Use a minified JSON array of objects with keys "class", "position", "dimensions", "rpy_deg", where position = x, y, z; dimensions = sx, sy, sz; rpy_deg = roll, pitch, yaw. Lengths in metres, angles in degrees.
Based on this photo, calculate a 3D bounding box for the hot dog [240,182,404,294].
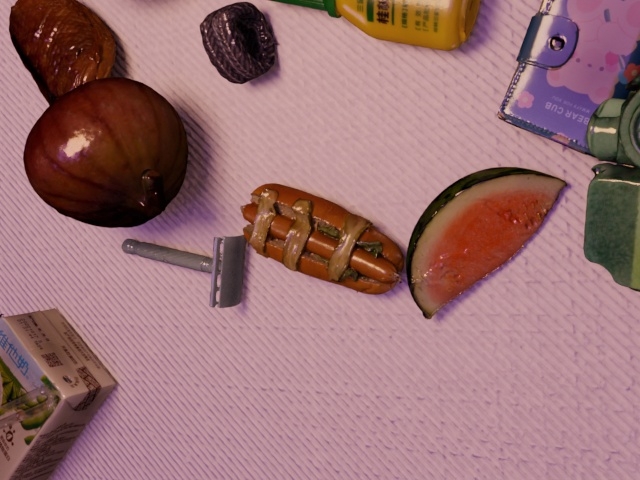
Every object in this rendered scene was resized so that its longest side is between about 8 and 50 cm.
[{"class":"hot dog","position":[0.000,0.000,0.997],"dimensions":[0.269,0.072,0.109],"rpy_deg":[23,107,25]}]

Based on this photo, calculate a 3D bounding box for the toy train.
[{"class":"toy train","position":[0.412,-0.052,0.709],"dimensions":[0.299,0.167,0.238],"rpy_deg":[14,112,41]}]

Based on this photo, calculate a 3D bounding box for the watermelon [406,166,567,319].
[{"class":"watermelon","position":[0.186,-0.010,0.910],"dimensions":[0.119,0.063,0.245],"rpy_deg":[42,108,-1]}]

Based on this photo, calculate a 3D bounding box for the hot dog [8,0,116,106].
[{"class":"hot dog","position":[-0.414,-0.299,1.170],"dimensions":[0.160,0.099,0.227],"rpy_deg":[-42,75,24]}]

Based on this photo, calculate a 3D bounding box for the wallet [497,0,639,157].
[{"class":"wallet","position":[0.298,-0.209,0.828],"dimensions":[0.141,0.059,0.202],"rpy_deg":[25,108,17]}]

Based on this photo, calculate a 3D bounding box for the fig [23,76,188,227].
[{"class":"fig","position":[-0.299,-0.114,1.050],"dimensions":[0.235,0.235,0.214],"rpy_deg":[-26,87,27]}]

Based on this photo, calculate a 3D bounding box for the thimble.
[{"class":"thimble","position":[-0.113,-0.278,1.022],"dimensions":[0.066,0.095,0.104],"rpy_deg":[-12,125,37]}]

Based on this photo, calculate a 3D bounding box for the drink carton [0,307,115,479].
[{"class":"drink carton","position":[-0.525,0.300,1.266],"dimensions":[0.194,0.132,0.324],"rpy_deg":[45,111,18]}]

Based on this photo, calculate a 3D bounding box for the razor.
[{"class":"razor","position":[-0.220,0.029,1.126],"dimensions":[0.232,0.068,0.106],"rpy_deg":[10,99,32]}]

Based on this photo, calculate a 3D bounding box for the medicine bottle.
[{"class":"medicine bottle","position":[0.052,-0.319,0.938],"dimensions":[0.309,0.076,0.111],"rpy_deg":[17,101,26]}]
